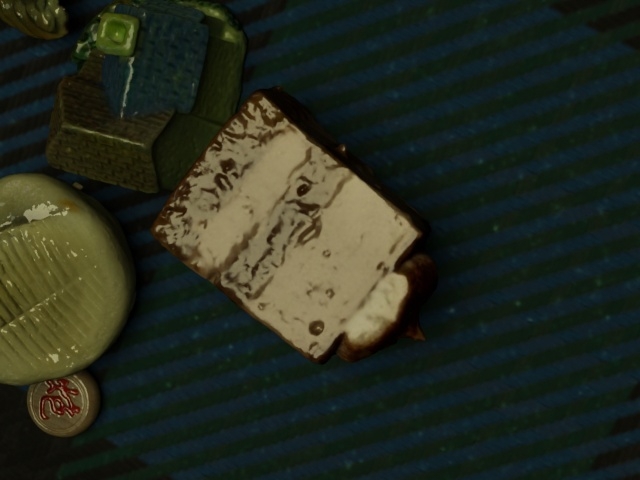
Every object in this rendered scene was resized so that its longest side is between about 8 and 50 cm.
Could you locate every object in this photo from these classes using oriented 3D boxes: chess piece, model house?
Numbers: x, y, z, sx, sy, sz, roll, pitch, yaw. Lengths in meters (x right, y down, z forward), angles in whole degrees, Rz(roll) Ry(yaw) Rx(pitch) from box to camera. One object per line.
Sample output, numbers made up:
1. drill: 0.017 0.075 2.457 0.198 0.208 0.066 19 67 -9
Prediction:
1. chess piece: -0.284 0.177 1.777 0.083 0.038 0.084 0 90 13
2. model house: -0.200 -0.164 1.672 0.195 0.189 0.214 19 97 11

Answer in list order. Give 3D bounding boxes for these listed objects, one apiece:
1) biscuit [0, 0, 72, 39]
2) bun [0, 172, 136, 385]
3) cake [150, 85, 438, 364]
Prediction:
1. biscuit: -0.368 -0.340 1.721 0.187 0.036 0.274 12 130 51
2. bun: -0.314 0.035 1.734 0.229 0.145 0.229 -4 107 -13
3. cake: 0.000 0.000 1.625 0.293 0.199 0.196 39 95 6
